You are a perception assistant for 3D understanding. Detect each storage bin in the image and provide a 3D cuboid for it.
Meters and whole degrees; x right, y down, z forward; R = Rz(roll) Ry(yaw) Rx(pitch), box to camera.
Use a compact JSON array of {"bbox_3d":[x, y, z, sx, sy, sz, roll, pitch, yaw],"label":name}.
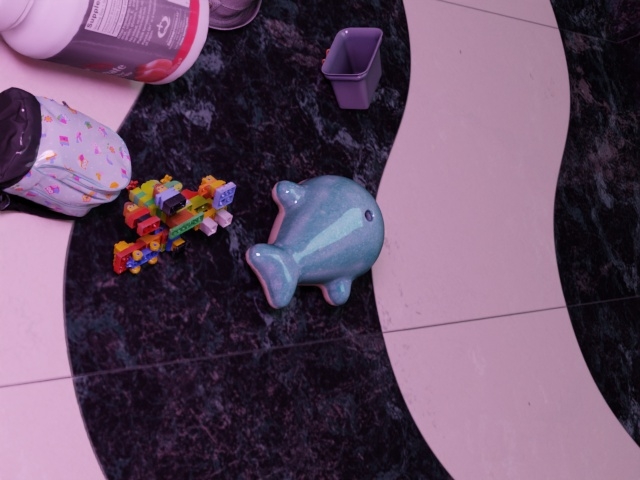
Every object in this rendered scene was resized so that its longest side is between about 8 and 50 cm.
[{"bbox_3d":[0.057,-0.296,2.136,0.091,0.098,0.135,76,26,-42],"label":"storage bin"}]

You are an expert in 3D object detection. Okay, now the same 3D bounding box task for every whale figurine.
[{"bbox_3d":[0.000,0.000,1.877,0.272,0.141,0.216,-36,103,-51],"label":"whale figurine"}]

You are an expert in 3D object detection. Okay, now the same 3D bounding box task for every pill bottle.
[{"bbox_3d":[-0.314,-0.315,1.601,0.318,0.176,0.176,6,69,-50],"label":"pill bottle"}]

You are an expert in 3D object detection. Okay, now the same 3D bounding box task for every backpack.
[{"bbox_3d":[-0.330,-0.100,1.536,0.182,0.115,0.152,28,51,-45],"label":"backpack"}]

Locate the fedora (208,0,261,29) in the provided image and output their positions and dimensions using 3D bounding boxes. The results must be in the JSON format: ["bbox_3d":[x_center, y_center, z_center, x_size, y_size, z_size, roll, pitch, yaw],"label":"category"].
[{"bbox_3d":[-0.160,-0.463,1.904,0.275,0.124,0.244,36,48,-37],"label":"fedora"}]

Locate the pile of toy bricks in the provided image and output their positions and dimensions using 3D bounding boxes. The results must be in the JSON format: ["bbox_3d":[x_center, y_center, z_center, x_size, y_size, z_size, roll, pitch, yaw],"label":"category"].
[{"bbox_3d":[-0.219,-0.048,1.679,0.105,0.118,0.212,38,44,22],"label":"pile of toy bricks"}]
